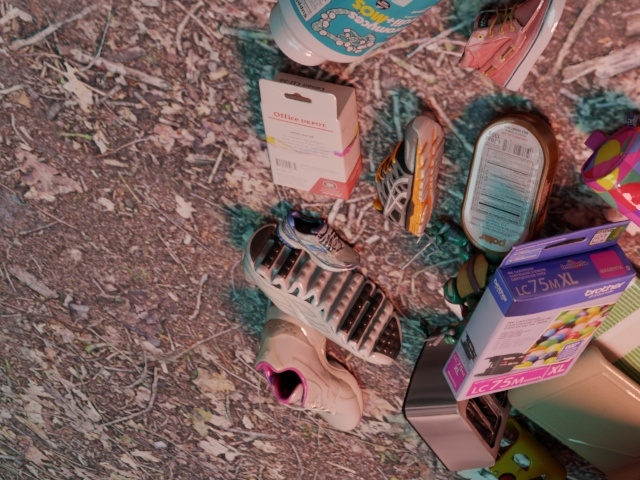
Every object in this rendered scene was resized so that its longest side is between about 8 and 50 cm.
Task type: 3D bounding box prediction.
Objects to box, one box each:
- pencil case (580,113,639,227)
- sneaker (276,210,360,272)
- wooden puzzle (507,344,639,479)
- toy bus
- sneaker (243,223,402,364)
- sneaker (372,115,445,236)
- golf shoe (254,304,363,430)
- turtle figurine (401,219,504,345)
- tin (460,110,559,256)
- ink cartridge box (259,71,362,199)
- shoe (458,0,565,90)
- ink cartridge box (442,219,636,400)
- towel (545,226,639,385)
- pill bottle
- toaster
[{"bbox_3d":[0.423,-0.045,1.506,0.236,0.104,0.104,39,142,-12],"label":"pencil case"},{"bbox_3d":[0.000,0.000,1.863,0.135,0.052,0.058,26,140,1],"label":"sneaker"},{"bbox_3d":[0.427,0.262,1.857,0.238,0.044,0.221,40,144,-8],"label":"wooden puzzle"},{"bbox_3d":[0.356,0.384,2.054,0.191,0.104,0.202,47,-174,27],"label":"toy bus"},{"bbox_3d":[0.001,0.092,1.940,0.292,0.110,0.118,39,151,-2],"label":"sneaker"},{"bbox_3d":[0.113,-0.087,1.662,0.083,0.084,0.215,23,145,15],"label":"sneaker"},{"bbox_3d":[-0.026,0.243,2.100,0.115,0.140,0.306,-4,135,33],"label":"golf shoe"},{"bbox_3d":[0.213,0.046,1.732,0.118,0.175,0.234,-4,157,-35],"label":"turtle figurine"},{"bbox_3d":[0.236,-0.069,1.572,0.106,0.040,0.190,22,117,28],"label":"tin"},{"bbox_3d":[-0.012,-0.153,1.671,0.115,0.067,0.198,14,143,17],"label":"ink cartridge box"},{"bbox_3d":[0.218,-0.243,1.418,0.081,0.064,0.178,22,148,-1],"label":"shoe"},{"bbox_3d":[0.292,0.099,1.650,0.185,0.065,0.311,-10,145,-21],"label":"ink cartridge box"},{"bbox_3d":[0.412,0.125,1.769,0.324,0.038,0.248,34,143,-6],"label":"towel"},{"bbox_3d":[0.049,-0.294,1.395,0.146,0.146,0.264,39,143,-16],"label":"pill bottle"},{"bbox_3d":[0.215,0.237,1.919,0.110,0.168,0.186,-10,131,37],"label":"toaster"}]
